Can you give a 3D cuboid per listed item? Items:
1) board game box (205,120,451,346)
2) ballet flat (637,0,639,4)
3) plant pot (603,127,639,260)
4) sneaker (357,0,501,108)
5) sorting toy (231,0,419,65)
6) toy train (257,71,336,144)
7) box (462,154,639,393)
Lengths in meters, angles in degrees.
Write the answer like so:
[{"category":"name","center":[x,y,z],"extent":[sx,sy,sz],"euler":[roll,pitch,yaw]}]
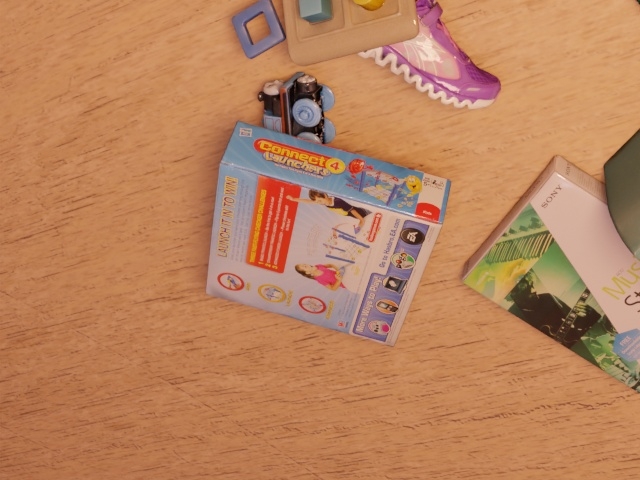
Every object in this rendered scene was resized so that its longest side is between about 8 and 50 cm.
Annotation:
[{"category":"board game box","center":[0.000,0.000,1.437],"extent":[0.302,0.086,0.308],"euler":[16,141,1]},{"category":"ballet flat","center":[0.361,-0.349,1.181],"extent":[0.221,0.077,0.079],"euler":[43,104,-10]},{"category":"plant pot","center":[0.459,-0.047,1.233],"extent":[0.166,0.234,0.165],"euler":[36,125,-5]},{"category":"sneaker","center":[0.135,-0.258,1.298],"extent":[0.236,0.095,0.104],"euler":[29,118,0]},{"category":"sorting toy","center":[0.026,-0.333,1.258],"extent":[0.348,0.047,0.196],"euler":[-9,88,27]},{"category":"toy train","center":[-0.036,-0.149,1.428],"extent":[0.105,0.080,0.184],"euler":[9,124,20]},{"category":"box","center":[0.396,0.055,1.426],"extent":[0.322,0.058,0.232],"euler":[32,125,-2]}]
